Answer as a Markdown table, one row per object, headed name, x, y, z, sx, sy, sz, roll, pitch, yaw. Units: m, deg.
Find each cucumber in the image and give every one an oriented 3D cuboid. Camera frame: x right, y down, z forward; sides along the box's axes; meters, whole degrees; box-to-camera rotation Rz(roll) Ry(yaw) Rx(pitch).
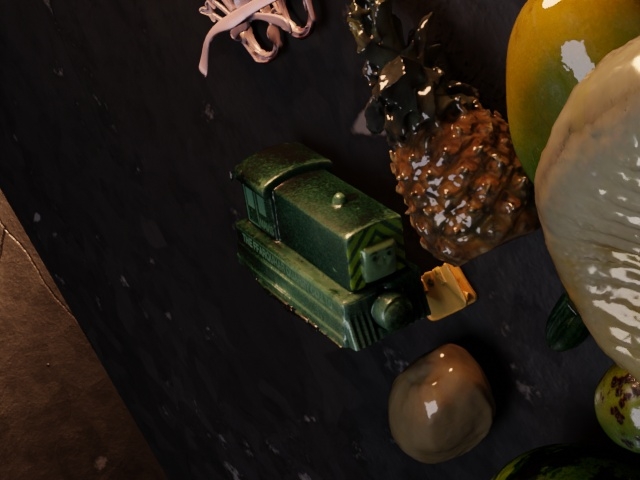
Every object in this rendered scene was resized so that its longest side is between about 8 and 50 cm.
| name | x | y | z | sx | sy | sz | roll | pitch | yaw |
| --- | --- | --- | --- | --- | --- | --- | --- | --- | --- |
| cucumber | 0.268 | 0.085 | 1.091 | 0.048 | 0.048 | 0.105 | 47 | 153 | 21 |

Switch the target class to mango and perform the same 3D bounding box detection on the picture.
| name | x | y | z | sx | sy | sz | roll | pitch | yaw |
| --- | --- | --- | --- | --- | --- | --- | --- | --- | --- |
| mango | 0.234 | -0.122 | 0.891 | 0.156 | 0.114 | 0.251 | 30 | 153 | 26 |

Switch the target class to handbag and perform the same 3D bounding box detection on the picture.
| name | x | y | z | sx | sy | sz | roll | pitch | yaw |
| --- | --- | --- | --- | --- | --- | --- | --- | --- | --- |
| handbag | 0.152 | 0.061 | 1.266 | 0.061 | 0.027 | 0.083 | 61 | 147 | 4 |

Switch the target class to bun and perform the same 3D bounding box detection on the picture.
| name | x | y | z | sx | sy | sz | roll | pitch | yaw |
| --- | --- | --- | --- | --- | --- | --- | --- | --- | --- |
| bun | 0.334 | -0.025 | 0.696 | 0.365 | 0.219 | 0.365 | 26 | 145 | 20 |

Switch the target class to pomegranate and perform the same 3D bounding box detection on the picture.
| name | x | y | z | sx | sy | sz | roll | pitch | yaw |
| --- | --- | --- | --- | --- | --- | --- | --- | --- | --- |
| pomegranate | 0.325 | 0.136 | 0.994 | 0.122 | 0.122 | 0.161 | 142 | 124 | -61 |

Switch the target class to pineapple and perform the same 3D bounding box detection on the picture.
| name | x | y | z | sx | sy | sz | roll | pitch | yaw |
| --- | --- | --- | --- | --- | --- | --- | --- | --- | --- |
| pineapple | 0.110 | -0.130 | 1.032 | 0.141 | 0.170 | 0.310 | -27 | 89 | 18 |

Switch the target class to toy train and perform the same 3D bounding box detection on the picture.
| name | x | y | z | sx | sy | sz | roll | pitch | yaw |
| --- | --- | --- | --- | --- | --- | --- | --- | --- | --- |
| toy train | 0.000 | 0.000 | 1.306 | 0.330 | 0.138 | 0.178 | 34 | 140 | 50 |

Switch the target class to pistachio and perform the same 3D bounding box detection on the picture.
| name | x | y | z | sx | sy | sz | roll | pitch | yaw |
| --- | --- | --- | --- | --- | --- | --- | --- | --- | --- |
| pistachio | 0.154 | 0.217 | 1.318 | 0.136 | 0.136 | 0.226 | 45 | 154 | 24 |

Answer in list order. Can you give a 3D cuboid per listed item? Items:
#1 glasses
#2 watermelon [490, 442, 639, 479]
| name | x | y | z | sx | sy | sz | roll | pitch | yaw |
| --- | --- | --- | --- | --- | --- | --- | --- | --- | --- |
| glasses | -0.101 | -0.300 | 1.255 | 0.255 | 0.095 | 0.162 | -16 | 95 | 58 |
| watermelon | 0.281 | 0.350 | 1.107 | 0.269 | 0.269 | 0.269 | 38 | 145 | 33 |
